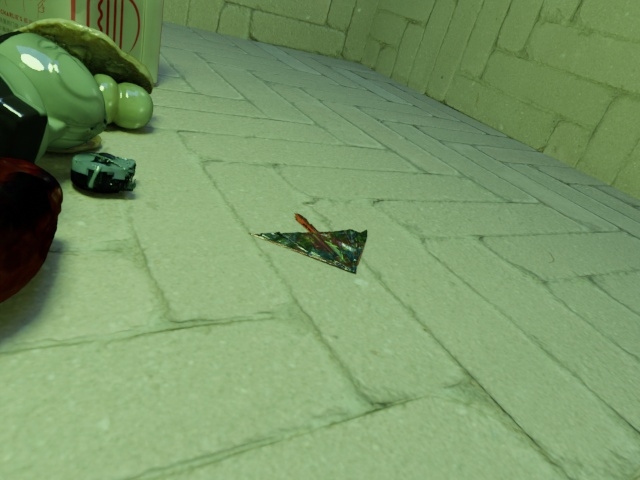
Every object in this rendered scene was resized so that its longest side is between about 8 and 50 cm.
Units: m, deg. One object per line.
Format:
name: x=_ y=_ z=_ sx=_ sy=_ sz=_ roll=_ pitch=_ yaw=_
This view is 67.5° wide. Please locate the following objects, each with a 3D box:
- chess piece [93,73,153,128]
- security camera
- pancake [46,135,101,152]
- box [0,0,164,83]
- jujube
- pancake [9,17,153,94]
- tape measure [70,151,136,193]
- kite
chess piece: x=-0.462 y=-0.288 z=0.960 sx=0.243 sy=0.133 sz=0.133 roll=3 pitch=30 yaw=-36
security camera: x=-0.434 y=-0.197 z=0.681 sx=0.191 sy=0.197 sz=0.277 roll=35 pitch=31 yaw=-7
pancake: x=-0.470 y=-0.187 z=0.866 sx=0.140 sy=0.022 sz=0.139 roll=13 pitch=26 yaw=-7
box: x=-0.618 y=-0.583 z=1.213 sx=0.315 sy=0.312 sz=0.300 roll=23 pitch=29 yaw=13
jujube: x=-0.352 y=-0.019 z=0.476 sx=0.168 sy=0.168 sz=0.236 roll=16 pitch=25 yaw=-3
pancake: x=-0.497 y=-0.357 z=0.999 sx=0.283 sy=0.048 sz=0.282 roll=3 pitch=-15 yaw=1
tape measure: x=-0.341 y=-0.106 z=0.755 sx=0.094 sy=0.054 sz=0.091 roll=7 pitch=23 yaw=-24
kite: x=0.000 y=0.000 z=0.802 sx=0.232 sy=0.009 sz=0.189 roll=-3 pitch=33 yaw=-34
